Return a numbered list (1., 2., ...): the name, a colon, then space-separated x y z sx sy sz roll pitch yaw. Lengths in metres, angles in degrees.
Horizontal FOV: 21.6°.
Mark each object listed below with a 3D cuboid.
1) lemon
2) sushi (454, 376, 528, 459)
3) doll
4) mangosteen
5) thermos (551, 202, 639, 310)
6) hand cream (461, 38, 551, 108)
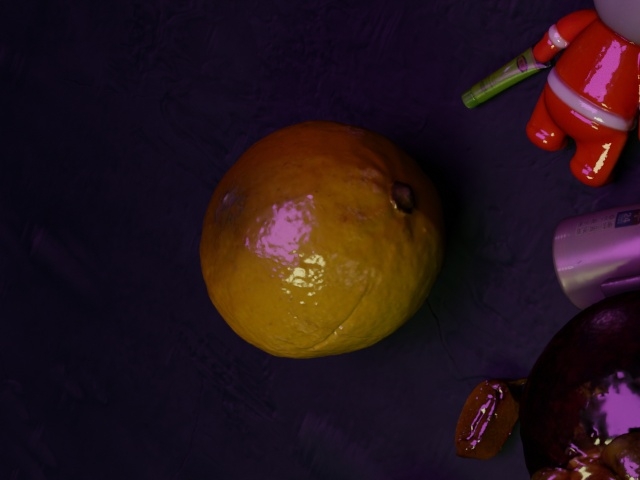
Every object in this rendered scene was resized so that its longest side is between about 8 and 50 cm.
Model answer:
1. lemon: 0.000 0.000 1.991 0.297 0.297 0.297 -1 88 42
2. sushi: 0.200 0.206 1.952 0.052 0.055 0.120 25 96 51
3. doll: 0.333 -0.227 1.814 0.200 0.105 0.336 44 125 36
4. mangosteen: 0.323 0.201 1.680 0.297 0.293 0.297 60 164 30
5. thermos: 0.348 0.016 1.772 0.193 0.137 0.105 -13 111 35
6. hand cream: 0.218 -0.191 1.965 0.122 0.023 0.036 -30 66 34
